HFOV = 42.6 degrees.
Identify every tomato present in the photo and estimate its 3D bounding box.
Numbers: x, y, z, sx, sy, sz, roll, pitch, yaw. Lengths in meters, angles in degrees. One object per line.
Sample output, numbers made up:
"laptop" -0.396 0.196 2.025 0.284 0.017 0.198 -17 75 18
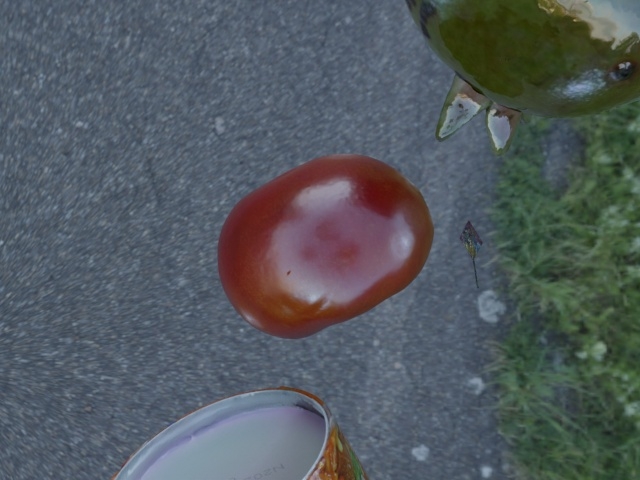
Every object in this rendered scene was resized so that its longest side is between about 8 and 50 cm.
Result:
"tomato" 0.000 0.000 0.726 0.195 0.195 0.136 -34 98 -25

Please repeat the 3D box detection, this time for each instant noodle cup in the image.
"instant noodle cup" -0.048 0.252 0.660 0.250 0.250 0.192 -31 111 -26

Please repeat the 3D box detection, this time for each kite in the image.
"kite" 0.183 0.015 0.969 0.002 0.044 0.078 -13 77 -22

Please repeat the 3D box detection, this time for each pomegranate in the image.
"pomegranate" 0.174 -0.225 0.627 0.291 0.323 0.290 4 80 -23
